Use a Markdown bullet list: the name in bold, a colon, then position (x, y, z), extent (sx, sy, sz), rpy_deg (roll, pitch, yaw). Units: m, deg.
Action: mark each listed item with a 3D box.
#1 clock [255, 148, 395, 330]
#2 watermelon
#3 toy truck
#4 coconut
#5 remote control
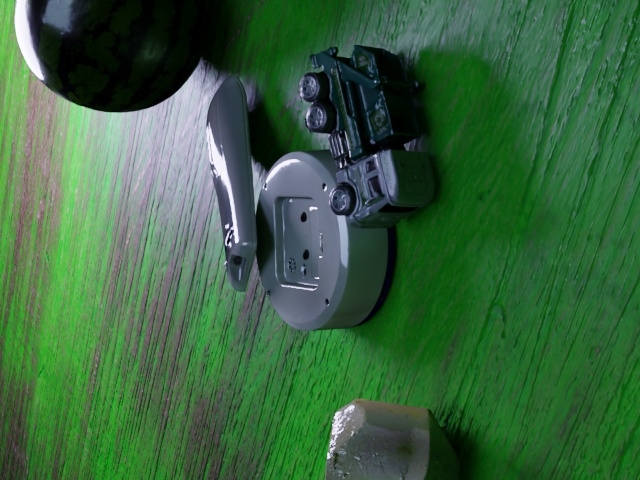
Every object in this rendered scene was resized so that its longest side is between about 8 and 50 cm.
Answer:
- **clock**: position (0.000, 0.000, 1.674), extent (0.230, 0.083, 0.230), rpy_deg (12, 104, 54)
- **watermelon**: position (-0.305, -0.327, 1.933), extent (0.285, 0.285, 0.285), rpy_deg (10, 102, 57)
- **toy truck**: position (0.064, -0.129, 1.537), extent (0.116, 0.110, 0.216), rpy_deg (-25, 72, 44)
- **coconut**: position (0.084, 0.260, 1.516), extent (0.147, 0.152, 0.147), rpy_deg (8, -90, -83)
- **remote control**: position (-0.125, -0.084, 1.805), extent (0.109, 0.055, 0.313), rpy_deg (108, 160, -49)
